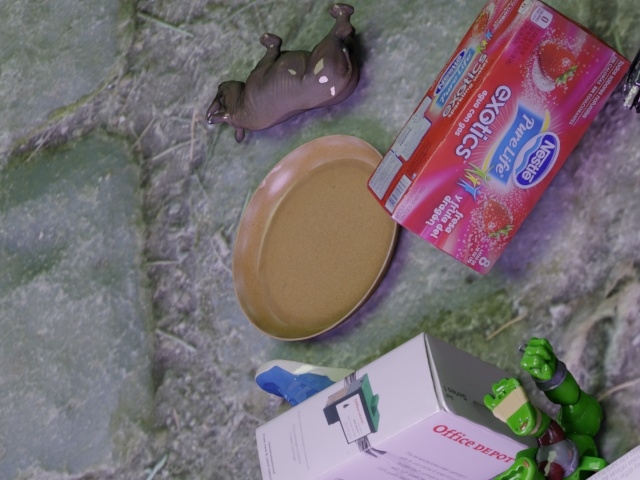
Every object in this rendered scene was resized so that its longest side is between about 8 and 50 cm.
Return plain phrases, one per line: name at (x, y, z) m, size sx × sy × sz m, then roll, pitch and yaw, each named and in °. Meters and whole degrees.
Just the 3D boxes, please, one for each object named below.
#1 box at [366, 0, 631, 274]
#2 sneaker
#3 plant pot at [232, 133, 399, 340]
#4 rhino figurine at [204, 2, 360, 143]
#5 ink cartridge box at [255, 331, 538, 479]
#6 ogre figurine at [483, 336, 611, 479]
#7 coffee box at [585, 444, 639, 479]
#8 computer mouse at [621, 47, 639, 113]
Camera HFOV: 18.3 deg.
box at (0.172, -0.113, 1.957) m, size 0.257 × 0.123 × 0.128 m, roll -56°, pitch 18°, yaw 8°
sneaker at (-0.018, 0.175, 2.074) m, size 0.152 × 0.058 × 0.084 m, roll 4°, pitch 65°, yaw 38°
plant pot at (0.000, 0.000, 2.159) m, size 0.236 × 0.032 × 0.236 m, roll -19°, pitch 59°, yaw 36°
rhino figurine at (-0.049, -0.178, 2.259) m, size 0.243 × 0.073 × 0.106 m, roll -21°, pitch 55°, yaw 38°
ink cartridge box at (0.074, 0.192, 1.907) m, size 0.219 × 0.160 × 0.092 m, roll -32°, pitch 52°, yaw 28°
ogre figurine at (0.207, 0.201, 1.805) m, size 0.097 × 0.118 × 0.197 m, roll -25°, pitch 55°, yaw 35°
coffee box at (0.301, 0.379, 1.443) m, size 0.338 × 0.338 × 0.334 m, roll -41°, pitch 45°, yaw 33°
computer mouse at (0.368, -0.196, 1.807) m, size 0.188 × 0.072 × 0.272 m, roll -61°, pitch 22°, yaw -2°
